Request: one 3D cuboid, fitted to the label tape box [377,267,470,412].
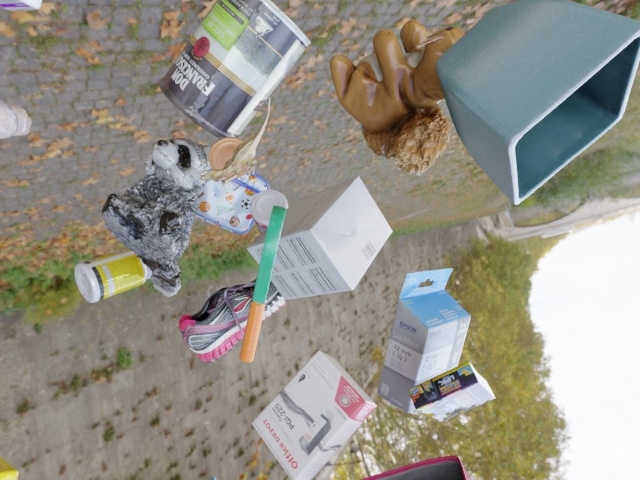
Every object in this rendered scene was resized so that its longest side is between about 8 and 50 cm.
[{"bbox_3d":[0.302,0.262,1.171,0.115,0.348,0.249,23,-164,41],"label":"label tape box"}]

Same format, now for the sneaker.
[{"bbox_3d":[-0.172,0.136,0.952,0.299,0.112,0.120,-41,-159,-19],"label":"sneaker"}]

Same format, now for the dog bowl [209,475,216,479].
[{"bbox_3d":[-0.255,0.803,1.184,0.074,0.297,0.166,-30,-166,-25],"label":"dog bowl"}]

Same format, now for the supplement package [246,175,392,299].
[{"bbox_3d":[0.000,0.000,0.885,0.203,0.149,0.194,-15,-154,45],"label":"supplement package"}]

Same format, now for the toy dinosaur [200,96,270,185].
[{"bbox_3d":[-0.128,-0.151,0.730,0.183,0.053,0.092,-53,-176,-17],"label":"toy dinosaur"}]

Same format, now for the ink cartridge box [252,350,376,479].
[{"bbox_3d":[-0.015,0.374,0.915,0.218,0.158,0.092,-48,147,-3],"label":"ink cartridge box"}]

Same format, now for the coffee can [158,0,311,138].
[{"bbox_3d":[-0.183,-0.383,0.916,0.275,0.201,0.201,-48,168,14],"label":"coffee can"}]

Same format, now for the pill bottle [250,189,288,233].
[{"bbox_3d":[-0.141,-0.063,1.275,0.108,0.108,0.193,-17,159,-4],"label":"pill bottle"}]

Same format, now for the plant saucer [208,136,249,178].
[{"bbox_3d":[-0.169,-0.154,0.805,0.083,0.084,0.013,-17,-145,-2],"label":"plant saucer"}]

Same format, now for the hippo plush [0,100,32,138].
[{"bbox_3d":[-0.764,-0.356,0.912,0.234,0.237,0.294,2,-162,-23],"label":"hippo plush"}]

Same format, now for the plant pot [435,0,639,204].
[{"bbox_3d":[0.350,-0.267,0.761,0.248,0.252,0.247,-42,150,8],"label":"plant pot"}]

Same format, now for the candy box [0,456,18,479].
[{"bbox_3d":[-0.283,0.127,0.256,0.205,0.027,0.105,2,170,35],"label":"candy box"}]

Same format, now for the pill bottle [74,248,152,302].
[{"bbox_3d":[-0.588,0.091,1.248,0.119,0.119,0.208,-20,-178,43],"label":"pill bottle"}]

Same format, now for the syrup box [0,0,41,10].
[{"bbox_3d":[-0.435,-0.359,0.460,0.096,0.093,0.236,17,-178,30],"label":"syrup box"}]

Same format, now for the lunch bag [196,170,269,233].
[{"bbox_3d":[-0.346,-0.179,1.496,0.303,0.243,0.115,27,-175,-18],"label":"lunch bag"}]

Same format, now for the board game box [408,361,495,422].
[{"bbox_3d":[0.287,0.332,0.918,0.141,0.048,0.170,-30,139,16],"label":"board game box"}]

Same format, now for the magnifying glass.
[{"bbox_3d":[-0.082,0.064,0.612,0.026,0.231,0.092,14,-171,-6],"label":"magnifying glass"}]

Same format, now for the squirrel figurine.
[{"bbox_3d":[0.270,-0.395,1.182,0.370,0.397,0.281,9,-150,42],"label":"squirrel figurine"}]

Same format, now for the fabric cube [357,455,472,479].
[{"bbox_3d":[0.189,0.580,0.719,0.254,0.258,0.259,-25,-157,16],"label":"fabric cube"}]

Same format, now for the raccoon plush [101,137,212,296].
[{"bbox_3d":[-0.417,-0.082,1.185,0.299,0.216,0.446,-63,180,-36],"label":"raccoon plush"}]
